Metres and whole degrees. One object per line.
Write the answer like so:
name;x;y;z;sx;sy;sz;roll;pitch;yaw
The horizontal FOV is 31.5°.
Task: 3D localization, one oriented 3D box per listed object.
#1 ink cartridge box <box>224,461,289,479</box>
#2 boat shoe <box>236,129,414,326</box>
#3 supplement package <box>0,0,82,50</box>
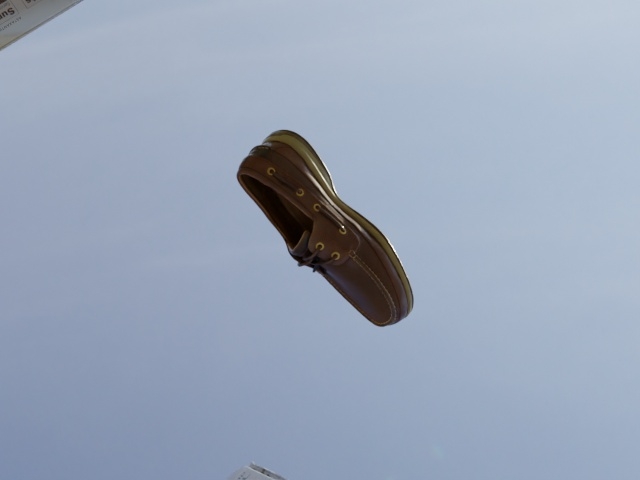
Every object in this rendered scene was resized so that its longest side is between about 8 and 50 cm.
ink cartridge box;-0.015;0.356;0.852;0.223;0.307;0.129;-45;-171;-17
boat shoe;0.000;0.000;0.876;0.060;0.178;0.064;-40;-177;-41
supplement package;-0.308;-0.303;0.940;0.198;0.262;0.199;-31;-156;2
